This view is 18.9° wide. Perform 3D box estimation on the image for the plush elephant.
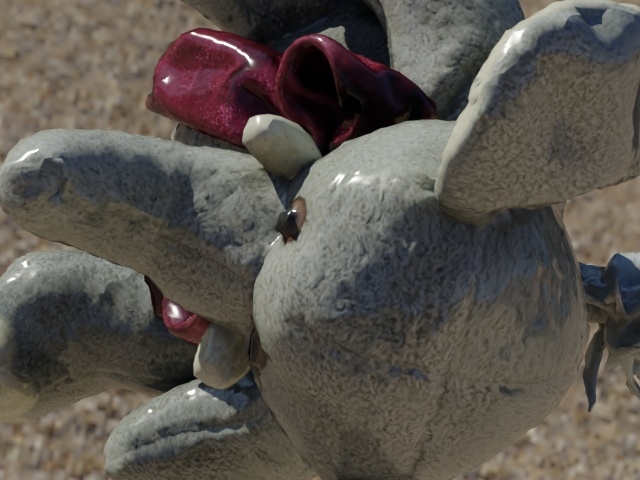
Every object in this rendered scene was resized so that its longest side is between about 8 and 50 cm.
[{"bbox_3d":[0.000,0.000,0.678,0.330,0.271,0.255,20,10,6],"label":"plush elephant"}]
